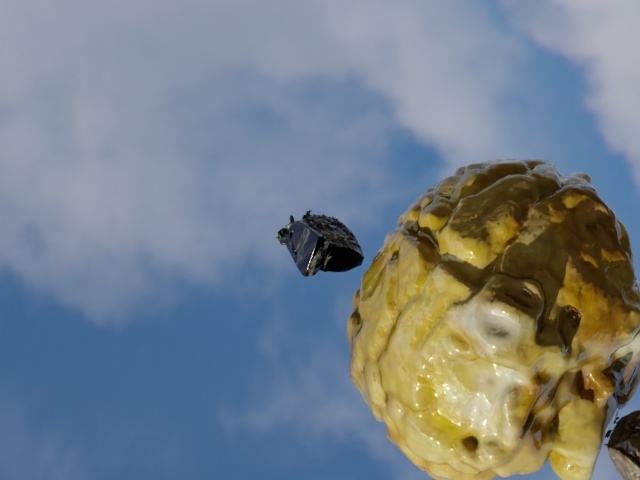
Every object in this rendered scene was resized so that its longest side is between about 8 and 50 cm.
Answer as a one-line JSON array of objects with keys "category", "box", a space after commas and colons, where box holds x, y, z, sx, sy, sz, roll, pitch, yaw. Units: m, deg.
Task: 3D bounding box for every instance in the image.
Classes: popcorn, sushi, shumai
[{"category": "popcorn", "box": [0.197, 0.087, 1.598, 0.354, 0.344, 0.390, -17, -127, 9]}, {"category": "sushi", "box": [0.000, 0.000, 1.671, 0.083, 0.056, 0.085, 1, -151, -36]}, {"category": "shumai", "box": [0.366, 0.212, 1.368, 0.146, 0.116, 0.145, 15, -130, -18]}]
